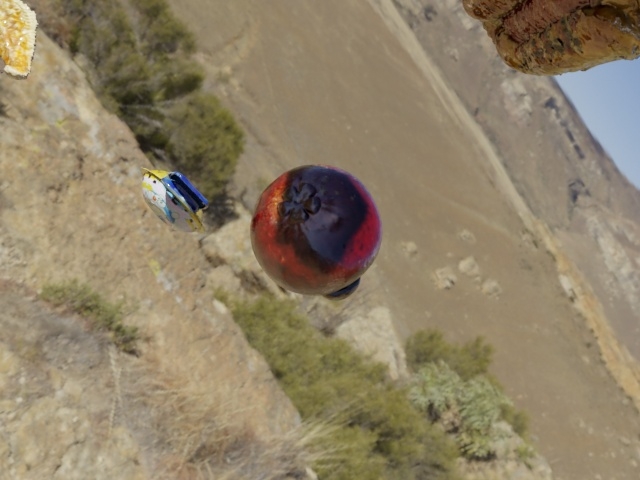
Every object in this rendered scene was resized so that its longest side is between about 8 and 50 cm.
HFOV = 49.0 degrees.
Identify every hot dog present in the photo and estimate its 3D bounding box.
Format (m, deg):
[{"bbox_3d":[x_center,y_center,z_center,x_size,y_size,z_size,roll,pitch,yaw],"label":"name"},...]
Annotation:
[{"bbox_3d":[0.202,-0.211,0.614,0.144,0.075,0.268,53,0,-12],"label":"hot dog"}]

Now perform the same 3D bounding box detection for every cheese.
[{"bbox_3d":[-0.246,-0.072,1.191,0.156,0.064,0.250,46,-20,-11],"label":"cheese"}]

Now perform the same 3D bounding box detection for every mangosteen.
[{"bbox_3d":[0.000,0.000,1.143,0.257,0.215,0.215,64,7,-57],"label":"mangosteen"}]

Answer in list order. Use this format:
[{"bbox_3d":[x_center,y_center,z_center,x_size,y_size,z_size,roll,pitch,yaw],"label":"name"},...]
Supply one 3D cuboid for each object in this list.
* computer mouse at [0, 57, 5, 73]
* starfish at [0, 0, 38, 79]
[{"bbox_3d":[-0.529,-0.255,0.978,0.126,0.245,0.056,-15,96,-81],"label":"computer mouse"},{"bbox_3d":[-0.424,-0.255,0.700,0.084,0.294,0.301,51,29,-70],"label":"starfish"}]
